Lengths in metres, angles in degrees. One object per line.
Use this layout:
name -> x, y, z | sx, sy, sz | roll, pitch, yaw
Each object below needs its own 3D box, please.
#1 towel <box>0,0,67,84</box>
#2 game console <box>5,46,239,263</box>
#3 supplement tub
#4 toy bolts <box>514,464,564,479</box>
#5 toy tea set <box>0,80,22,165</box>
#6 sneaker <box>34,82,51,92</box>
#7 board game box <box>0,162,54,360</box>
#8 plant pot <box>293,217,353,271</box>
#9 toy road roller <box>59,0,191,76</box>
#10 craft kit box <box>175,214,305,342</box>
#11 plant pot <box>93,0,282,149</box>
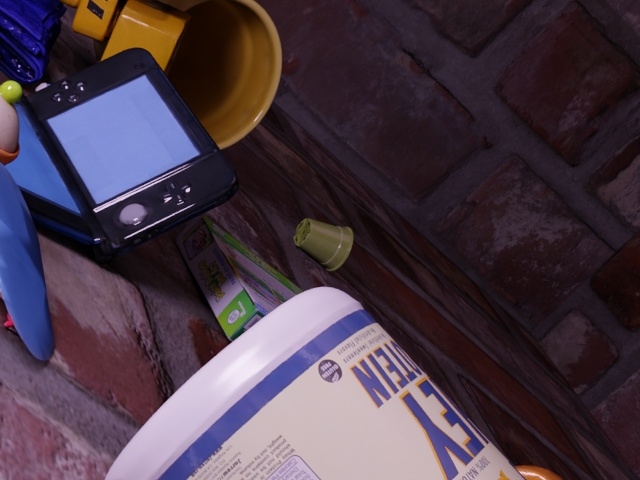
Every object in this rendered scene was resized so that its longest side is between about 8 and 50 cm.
towel -> -0.438, -0.329, 1.799 | 0.228, 0.076, 0.308 | 43, 9, -18
game console -> -0.265, -0.133, 1.434 | 0.293, 0.250, 0.173 | 53, -14, 40
supplement tub -> 0.033, 0.219, 0.948 | 0.325, 0.235, 0.235 | 46, 9, 9
toy bolts -> 0.161, 0.328, 1.224 | 0.158, 0.218, 0.228 | 40, 27, -64
toy tea set -> -0.338, -0.116, 1.056 | 0.200, 0.124, 0.336 | 55, 9, -11
sneaker -> -0.264, -0.133, 1.682 | 0.211, 0.081, 0.080 | 39, 13, -27
board game box -> -0.257, 0.020, 1.096 | 0.133, 0.033, 0.168 | 73, 3, -67
plant pot -> 0.000, 0.000, 2.297 | 0.079, 0.083, 0.083 | 26, 18, -29
toy road roller -> -0.286, -0.317, 1.815 | 0.241, 0.329, 0.202 | 21, 12, -6
craft kit box -> -0.047, 0.100, 1.664 | 0.250, 0.061, 0.246 | 39, 11, -33
plant pot -> -0.226, -0.291, 2.106 | 0.254, 0.254, 0.239 | 36, -2, -43
